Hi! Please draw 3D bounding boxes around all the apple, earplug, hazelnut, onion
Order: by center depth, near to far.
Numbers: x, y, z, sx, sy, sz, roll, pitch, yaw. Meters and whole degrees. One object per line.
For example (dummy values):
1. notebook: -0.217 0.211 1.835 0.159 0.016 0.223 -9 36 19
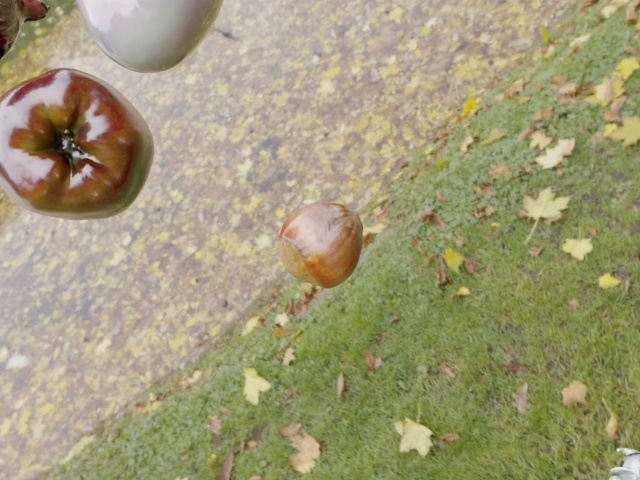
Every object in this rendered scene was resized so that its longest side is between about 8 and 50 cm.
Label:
1. earplug: -0.151 -0.267 0.509 0.172 0.172 0.302 -18 53 19
2. onion: -0.549 -0.393 0.921 0.218 0.140 0.195 -19 60 -40
3. apple: -0.453 -0.171 1.037 0.288 0.288 0.316 -51 19 -9
4. hazelnut: 0.000 0.000 1.154 0.182 0.182 0.182 -16 51 21

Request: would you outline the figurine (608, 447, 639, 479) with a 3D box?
1. figurine: 0.751 0.553 1.329 0.147 0.192 0.126 7 63 15
